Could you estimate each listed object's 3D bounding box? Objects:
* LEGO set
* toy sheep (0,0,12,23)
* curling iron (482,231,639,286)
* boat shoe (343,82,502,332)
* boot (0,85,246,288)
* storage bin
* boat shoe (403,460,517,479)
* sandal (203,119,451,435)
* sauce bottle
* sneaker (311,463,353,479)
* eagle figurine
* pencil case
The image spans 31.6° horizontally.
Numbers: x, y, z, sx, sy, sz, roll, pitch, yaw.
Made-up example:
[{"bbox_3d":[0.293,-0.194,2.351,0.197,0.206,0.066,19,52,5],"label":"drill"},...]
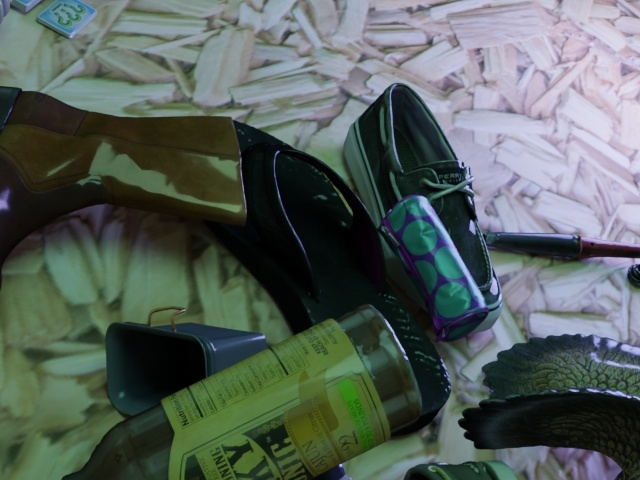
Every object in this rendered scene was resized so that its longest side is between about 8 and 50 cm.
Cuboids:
[{"bbox_3d":[-0.338,-0.373,1.470,0.182,0.060,0.244,30,40,0],"label":"LEGO set"},{"bbox_3d":[-0.410,-0.272,1.303,0.091,0.091,0.132,34,54,10],"label":"toy sheep"},{"bbox_3d":[0.329,0.016,1.410,0.274,0.035,0.068,12,42,-16],"label":"curling iron"},{"bbox_3d":[0.120,-0.049,1.306,0.121,0.119,0.335,-4,50,-31],"label":"boat shoe"},{"bbox_3d":[-0.215,-0.033,1.118,0.280,0.096,0.264,8,44,-14],"label":"boot"},{"bbox_3d":[-0.115,0.105,1.013,0.135,0.098,0.091,4,9,41],"label":"storage bin"},{"bbox_3d":[0.141,0.311,0.944,0.091,0.109,0.305,9,37,-19],"label":"boat shoe"},{"bbox_3d":[0.003,0.001,1.202,0.167,0.107,0.446,-12,53,-36],"label":"sandal"},{"bbox_3d":[-0.090,0.169,0.887,0.344,0.111,0.111,-26,57,-9],"label":"sauce bottle"},{"bbox_3d":[-0.036,0.249,0.923,0.235,0.094,0.153,51,37,13],"label":"sneaker"},{"bbox_3d":[0.300,0.190,1.095,0.298,0.226,0.225,40,62,9],"label":"eagle figurine"},{"bbox_3d":[0.117,0.030,1.194,0.070,0.064,0.152,-15,67,-33],"label":"pencil case"}]
